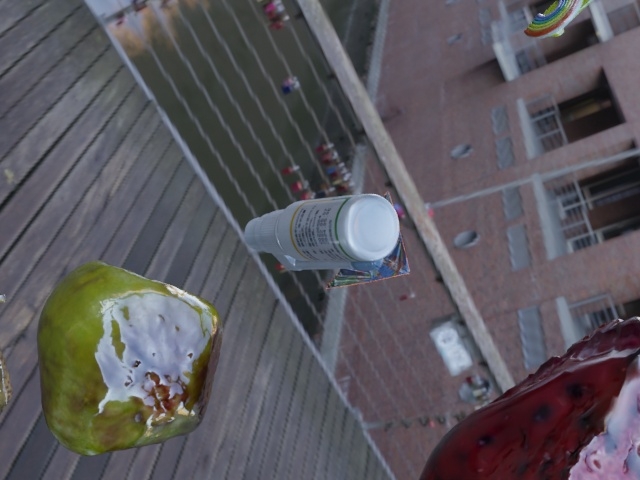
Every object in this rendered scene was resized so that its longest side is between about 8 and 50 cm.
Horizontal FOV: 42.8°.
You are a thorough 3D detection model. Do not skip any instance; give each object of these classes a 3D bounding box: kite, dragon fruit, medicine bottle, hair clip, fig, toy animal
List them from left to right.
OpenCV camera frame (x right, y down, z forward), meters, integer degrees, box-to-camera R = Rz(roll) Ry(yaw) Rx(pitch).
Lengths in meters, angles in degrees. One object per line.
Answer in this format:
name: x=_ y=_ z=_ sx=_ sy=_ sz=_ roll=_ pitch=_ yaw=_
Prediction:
toy animal: x=-0.541 y=0.193 z=1.326 sx=0.054 sy=0.275 sz=0.149 roll=-19 pitch=65 yaw=-41
fig: x=-0.155 y=0.083 z=0.652 sx=0.144 sy=0.154 sz=0.166 roll=11 pitch=34 yaw=-55
medicine bottle: x=0.000 y=0.000 z=0.811 sx=0.092 sy=0.220 sz=0.061 roll=45 pitch=67 yaw=-23
kite: x=0.078 y=0.012 z=1.334 sx=0.159 sy=0.190 sz=0.010 roll=34 pitch=0 yaw=8
dragon fruit: x=0.183 y=0.216 z=0.580 sx=0.330 sy=0.302 sz=0.240 roll=-66 pitch=159 yaw=6
hair clip: x=0.394 y=-0.365 z=1.227 sx=0.033 sy=0.188 sz=0.060 roll=42 pitch=17 yaw=-40
